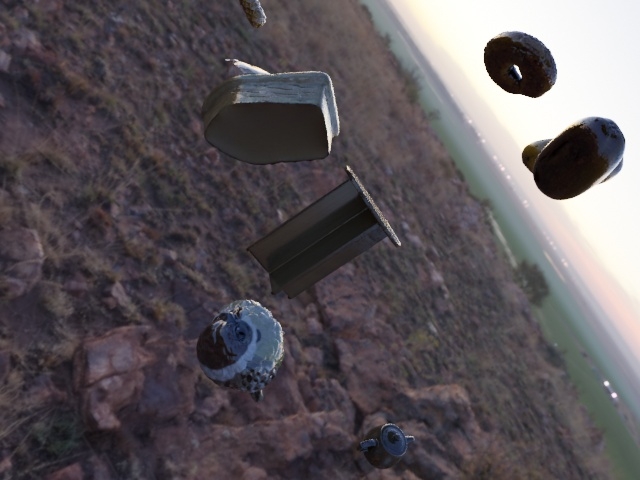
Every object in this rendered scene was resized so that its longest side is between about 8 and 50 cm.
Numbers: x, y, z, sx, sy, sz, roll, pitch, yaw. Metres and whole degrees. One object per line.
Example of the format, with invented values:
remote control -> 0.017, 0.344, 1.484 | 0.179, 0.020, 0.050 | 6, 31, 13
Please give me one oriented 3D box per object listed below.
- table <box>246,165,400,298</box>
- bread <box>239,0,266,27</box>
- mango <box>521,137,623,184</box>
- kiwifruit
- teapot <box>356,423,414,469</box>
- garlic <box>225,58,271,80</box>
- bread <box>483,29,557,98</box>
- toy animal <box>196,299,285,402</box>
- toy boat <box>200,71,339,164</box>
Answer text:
table -> 0.000, 0.000, 1.078 | 0.167, 0.226, 0.167 | 55, 8, -12
bread -> -0.188, -0.622, 1.592 | 0.157, 0.044, 0.052 | 65, 23, 2
mango -> 0.477, -0.151, 1.171 | 0.115, 0.178, 0.090 | 45, 49, -55
kiwifruit -> 0.306, -0.097, 0.736 | 0.075, 0.124, 0.075 | 11, 54, -16
teapot -> 0.119, 0.376, 1.141 | 0.121, 0.068, 0.076 | 8, 50, -31
garlic -> -0.115, -0.272, 1.131 | 0.174, 0.124, 0.099 | -4, 106, -65
bread -> 0.477, -0.421, 1.475 | 0.193, 0.064, 0.193 | 36, -18, 13
toy animal -> -0.091, 0.135, 0.681 | 0.098, 0.098, 0.137 | -65, 161, -69
toy boat -> -0.074, -0.159, 0.823 | 0.116, 0.188, 0.061 | 77, 15, -50
